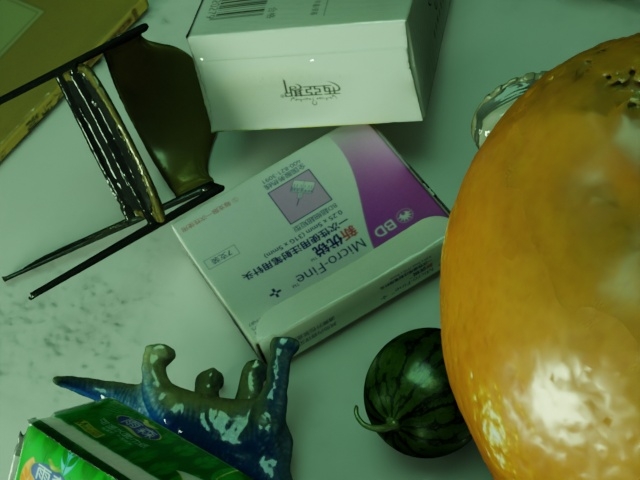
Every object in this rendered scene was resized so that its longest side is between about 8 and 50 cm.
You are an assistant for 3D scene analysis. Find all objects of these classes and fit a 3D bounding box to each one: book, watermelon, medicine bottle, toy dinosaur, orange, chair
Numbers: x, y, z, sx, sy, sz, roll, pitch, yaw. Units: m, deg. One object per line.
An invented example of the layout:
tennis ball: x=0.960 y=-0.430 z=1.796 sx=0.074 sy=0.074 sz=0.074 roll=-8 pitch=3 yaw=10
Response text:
book: x=-0.381 y=-0.148 z=1.824 sx=0.269 sy=0.032 sz=0.389 roll=26 pitch=62 yaw=30
watermelon: x=0.079 y=0.118 z=1.430 sx=0.109 sy=0.109 sz=0.109 roll=-8 pitch=50 yaw=9
medicine bottle: x=0.000 y=0.000 z=1.585 sx=0.201 sy=0.052 sz=0.171 roll=-30 pitch=49 yaw=-8
toy dinosaur: x=-0.092 y=0.167 z=1.460 sx=0.248 sy=0.075 sz=0.188 roll=0 pitch=54 yaw=7
orange: x=0.287 y=0.033 z=1.297 sx=0.424 sy=0.326 sz=0.424 roll=-6 pitch=50 yaw=7
chair: x=-0.186 y=-0.081 z=1.621 sx=0.247 sy=0.158 sz=0.172 roll=-28 pitch=11 yaw=-12

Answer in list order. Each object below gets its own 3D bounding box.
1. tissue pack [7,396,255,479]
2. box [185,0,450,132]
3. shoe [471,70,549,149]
tissue pack: x=-0.107 y=0.223 z=1.376 sx=0.209 sy=0.148 sz=0.156 roll=26 pitch=22 yaw=33
box: x=0.008 y=-0.212 z=1.686 sx=0.194 sy=0.111 sz=0.260 roll=-2 pitch=35 yaw=15
shoe: x=0.219 y=-0.088 z=1.579 sx=0.180 sy=0.089 sz=0.092 roll=-13 pitch=51 yaw=-6
